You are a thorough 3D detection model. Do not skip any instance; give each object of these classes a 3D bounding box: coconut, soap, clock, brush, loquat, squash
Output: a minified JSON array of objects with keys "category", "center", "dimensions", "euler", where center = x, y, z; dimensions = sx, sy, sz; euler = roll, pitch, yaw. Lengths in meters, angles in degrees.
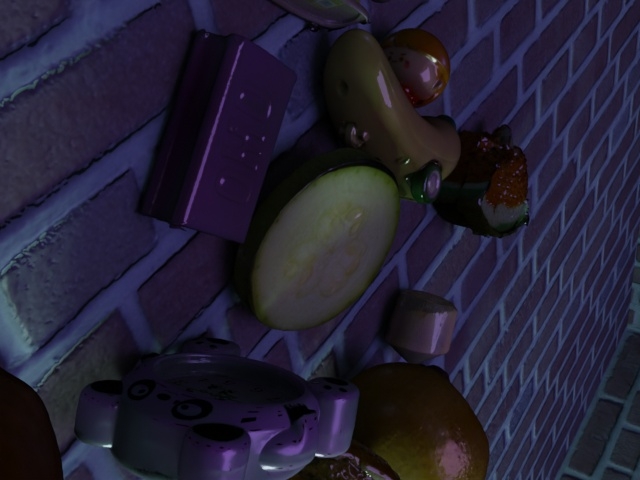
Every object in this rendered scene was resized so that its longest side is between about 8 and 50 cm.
[{"category":"coconut","center":[0.172,0.154,1.374],"dimensions":[0.116,0.116,0.122],"euler":[3,103,-59]},{"category":"soap","center":[-0.104,-0.105,0.836],"dimensions":[0.122,0.066,0.203],"euler":[18,89,-59]},{"category":"clock","center":[-0.103,0.177,0.814],"dimensions":[0.248,0.228,0.090],"euler":[-2,104,-60]},{"category":"brush","center":[-0.047,-0.294,0.854],"dimensions":[0.313,0.072,0.067],"euler":[4,78,-56]},{"category":"loquat","center":[0.129,0.313,1.236],"dimensions":[0.263,0.263,0.262],"euler":[-33,131,-48]},{"category":"squash","center":[0.000,0.000,1.007],"dimensions":[0.252,0.049,0.252],"euler":[-28,137,-29]}]

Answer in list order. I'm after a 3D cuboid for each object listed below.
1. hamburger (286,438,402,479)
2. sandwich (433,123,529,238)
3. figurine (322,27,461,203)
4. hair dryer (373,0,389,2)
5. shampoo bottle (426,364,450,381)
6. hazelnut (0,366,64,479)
[{"category":"hamburger","center":[-0.018,0.341,1.029],"dimensions":[0.211,0.245,0.260],"euler":[-60,155,-22]},{"category":"sandwich","center":[0.302,-0.103,1.470],"dimensions":[0.292,0.109,0.212],"euler":[-24,118,-55]},{"category":"figurine","center":[0.111,-0.187,1.096],"dimensions":[0.324,0.124,0.222],"euler":[46,65,-52]},{"category":"hair dryer","center":[0.059,-0.434,0.972],"dimensions":[0.195,0.054,0.220],"euler":[25,76,-60]},{"category":"shampoo bottle","center":[0.162,0.298,1.471],"dimensions":[0.236,0.067,0.068],"euler":[-19,111,-54]},{"category":"hazelnut","center":[-0.296,0.233,0.443],"dimensions":[0.366,0.366,0.365],"euler":[-33,131,-48]}]
